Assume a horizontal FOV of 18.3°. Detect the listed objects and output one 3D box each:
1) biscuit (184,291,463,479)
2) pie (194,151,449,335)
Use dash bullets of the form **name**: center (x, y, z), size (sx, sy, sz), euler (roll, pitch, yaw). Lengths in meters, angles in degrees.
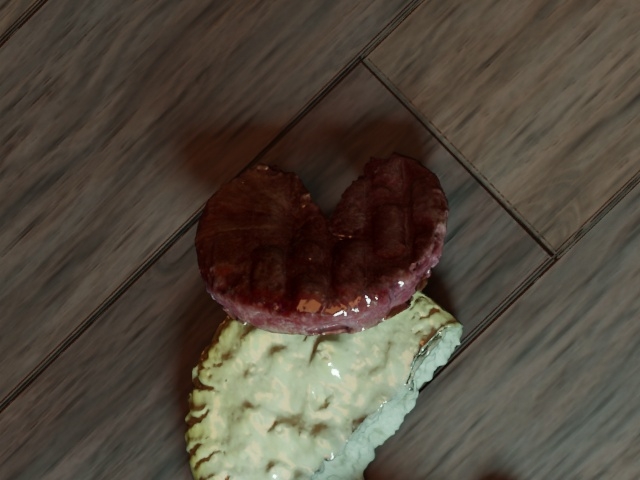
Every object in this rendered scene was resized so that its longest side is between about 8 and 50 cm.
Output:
- **biscuit**: center (-0.024, 0.136, 1.711), size (0.179, 0.084, 0.281), euler (37, 92, 12)
- **pie**: center (0.000, 0.000, 1.690), size (0.218, 0.054, 0.204), euler (5, 45, 17)
